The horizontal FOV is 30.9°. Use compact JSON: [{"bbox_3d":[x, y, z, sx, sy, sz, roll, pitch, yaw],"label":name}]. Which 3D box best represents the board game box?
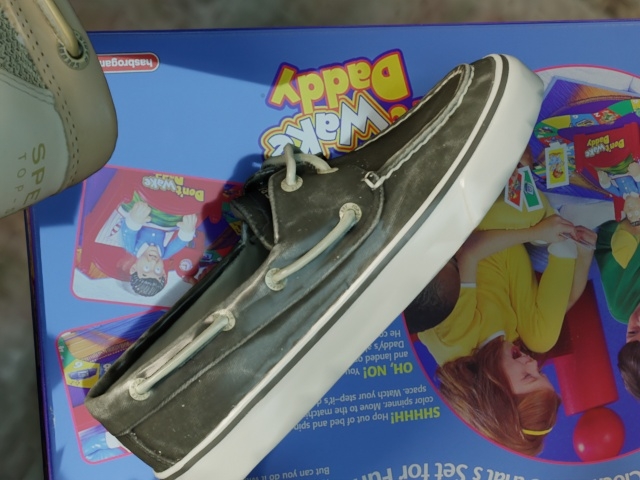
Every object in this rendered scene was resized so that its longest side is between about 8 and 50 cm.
[{"bbox_3d":[0.041,0.020,0.544,0.347,0.078,0.234,-4,92,-16],"label":"board game box"}]

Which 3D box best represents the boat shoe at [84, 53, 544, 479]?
[{"bbox_3d":[0.000,0.000,0.450,0.070,0.078,0.219,43,81,-13],"label":"boat shoe"}]

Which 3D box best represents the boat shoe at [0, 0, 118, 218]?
[{"bbox_3d":[-0.162,-0.142,0.350,0.098,0.109,0.302,-29,91,-43],"label":"boat shoe"}]
